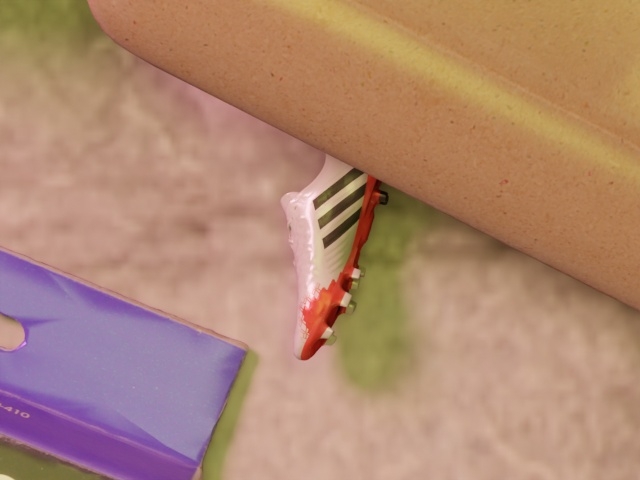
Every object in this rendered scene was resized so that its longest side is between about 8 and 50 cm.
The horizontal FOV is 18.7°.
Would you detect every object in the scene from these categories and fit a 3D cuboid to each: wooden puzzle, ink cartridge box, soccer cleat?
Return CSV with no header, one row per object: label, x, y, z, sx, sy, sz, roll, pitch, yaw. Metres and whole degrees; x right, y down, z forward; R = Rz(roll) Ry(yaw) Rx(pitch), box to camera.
wooden puzzle,0.135,-0.157,0.654,0.322,0.080,0.348,26,92,-6
ink cartridge box,-0.155,0.093,0.655,0.206,0.045,0.208,21,85,0
soccer cleat,0.000,0.000,0.673,0.036,0.029,0.083,18,84,8
